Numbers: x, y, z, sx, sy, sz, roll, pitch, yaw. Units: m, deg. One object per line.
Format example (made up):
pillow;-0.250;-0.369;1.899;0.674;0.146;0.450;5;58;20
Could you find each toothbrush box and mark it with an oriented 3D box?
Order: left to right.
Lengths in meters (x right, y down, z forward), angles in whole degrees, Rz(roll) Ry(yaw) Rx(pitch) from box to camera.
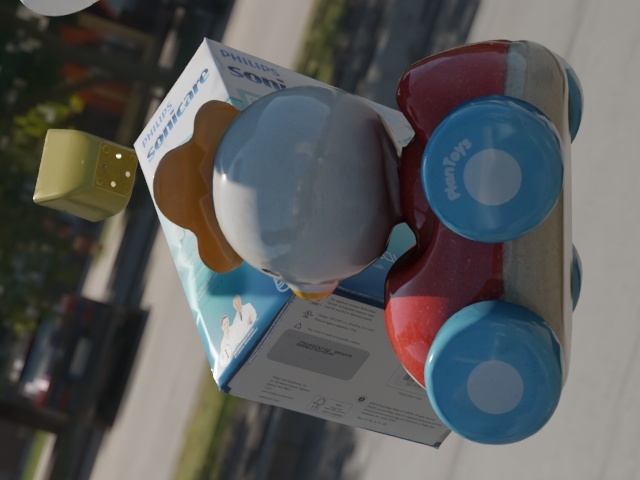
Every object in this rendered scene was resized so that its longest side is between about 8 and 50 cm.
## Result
toothbrush box;0.000;0.000;1.512;0.126;0.216;0.295;-53;37;26

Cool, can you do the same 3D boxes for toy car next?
toy car;0.024;-0.008;1.081;0.219;0.238;0.210;-53;-37;-71

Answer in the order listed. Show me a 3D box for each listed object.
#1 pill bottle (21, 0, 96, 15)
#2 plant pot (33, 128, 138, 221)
pill bottle;-0.280;-0.326;1.698;0.272;0.152;0.152;52;135;31
plant pot;-0.232;-0.070;1.966;0.083;0.081;0.081;-5;71;51
